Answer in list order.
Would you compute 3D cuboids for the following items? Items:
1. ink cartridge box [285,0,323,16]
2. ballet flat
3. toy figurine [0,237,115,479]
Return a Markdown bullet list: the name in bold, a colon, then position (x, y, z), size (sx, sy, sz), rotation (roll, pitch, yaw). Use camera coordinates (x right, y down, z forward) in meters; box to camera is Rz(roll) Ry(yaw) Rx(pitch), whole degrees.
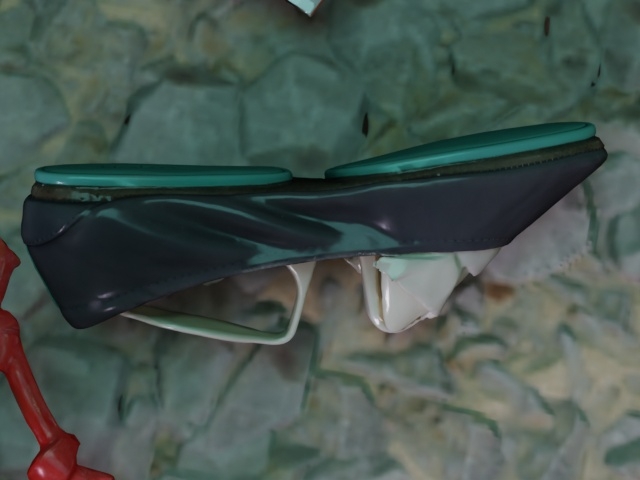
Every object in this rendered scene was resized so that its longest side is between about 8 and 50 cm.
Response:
- **ink cartridge box**: position (-0.033, -0.133, 0.505), size (0.115, 0.029, 0.063), rotation (33, 77, 12)
- **ballet flat**: position (0.000, 0.000, 0.445), size (0.203, 0.074, 0.074), rotation (-5, 72, -4)
- **toy figurine**: position (-0.204, 0.098, 0.279), size (0.362, 0.217, 0.191), rotation (-9, 86, -21)
